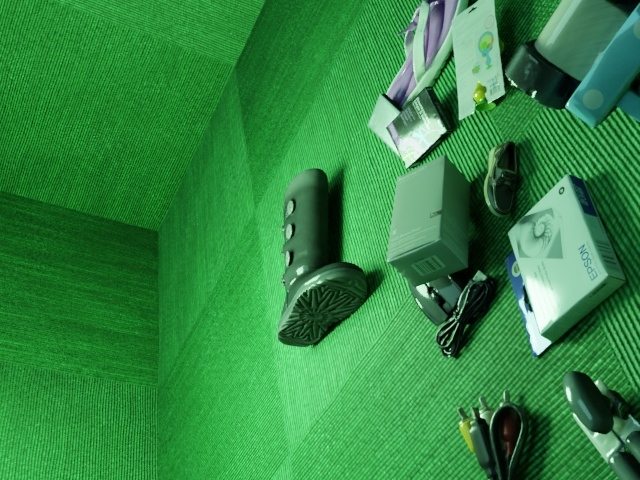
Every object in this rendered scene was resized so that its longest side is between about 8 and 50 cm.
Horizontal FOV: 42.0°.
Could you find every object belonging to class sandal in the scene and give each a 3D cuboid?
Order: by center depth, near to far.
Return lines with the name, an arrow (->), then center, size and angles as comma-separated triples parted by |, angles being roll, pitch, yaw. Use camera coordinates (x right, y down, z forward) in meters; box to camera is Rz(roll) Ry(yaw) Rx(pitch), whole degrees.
sandal -> 0.225, -0.447, 1.935 | 0.416, 0.102, 0.169 | -67, 24, 22

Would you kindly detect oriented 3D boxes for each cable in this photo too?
cable -> 0.303, 0.379, 1.342 | 0.139, 0.072, 0.287 | -32, 58, 35

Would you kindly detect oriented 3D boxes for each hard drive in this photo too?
hard drive -> 0.171, -0.269, 1.963 | 0.135, 0.022, 0.094 | 49, 136, 31

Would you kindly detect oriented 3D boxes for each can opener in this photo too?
can opener -> 0.405, 0.287, 1.098 | 0.074, 0.093, 0.280 | -63, 30, 23

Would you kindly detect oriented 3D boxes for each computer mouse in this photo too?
computer mouse -> 0.230, 0.079, 1.637 | 0.188, 0.072, 0.272 | -64, 25, 25

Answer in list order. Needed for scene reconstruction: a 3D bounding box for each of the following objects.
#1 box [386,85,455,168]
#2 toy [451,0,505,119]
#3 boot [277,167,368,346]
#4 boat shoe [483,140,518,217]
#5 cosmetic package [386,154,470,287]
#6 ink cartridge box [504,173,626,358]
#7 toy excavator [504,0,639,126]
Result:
box -> 0.220, -0.250, 1.861 | 0.162, 0.029, 0.116 | -44, 65, 48
toy -> 0.334, -0.374, 1.708 | 0.137, 0.056, 0.237 | -28, 56, 55
boot -> -0.001, 0.001, 2.150 | 0.367, 0.146, 0.445 | -44, 33, 47
boat shoe -> 0.336, -0.117, 1.539 | 0.049, 0.056, 0.152 | 135, 144, -58
cosmetic package -> 0.213, -0.040, 1.617 | 0.127, 0.107, 0.238 | -26, 38, 31
ink cartridge box -> 0.375, 0.042, 1.363 | 0.224, 0.045, 0.223 | -55, 30, 39
toy excavator -> 0.479, -0.193, 1.093 | 0.433, 0.445, 0.222 | -34, -22, -55
